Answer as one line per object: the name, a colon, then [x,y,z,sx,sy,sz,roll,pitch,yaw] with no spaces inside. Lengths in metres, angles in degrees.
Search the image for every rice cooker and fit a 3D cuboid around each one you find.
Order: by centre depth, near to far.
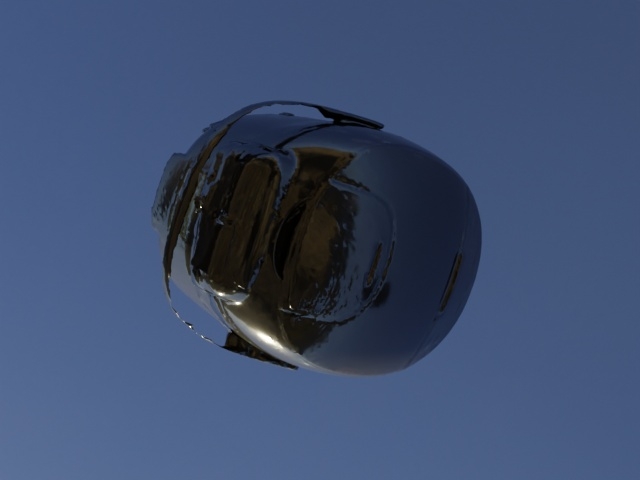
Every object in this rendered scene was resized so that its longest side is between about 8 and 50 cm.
rice cooker: [0.000,0.000,0.574,0.118,0.203,0.142,23,-87,48]
